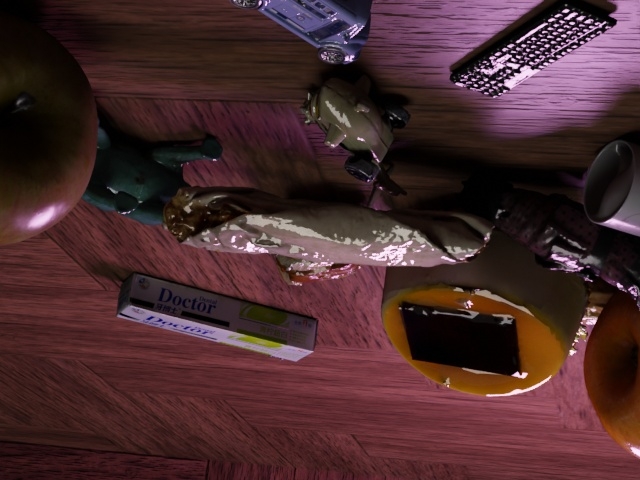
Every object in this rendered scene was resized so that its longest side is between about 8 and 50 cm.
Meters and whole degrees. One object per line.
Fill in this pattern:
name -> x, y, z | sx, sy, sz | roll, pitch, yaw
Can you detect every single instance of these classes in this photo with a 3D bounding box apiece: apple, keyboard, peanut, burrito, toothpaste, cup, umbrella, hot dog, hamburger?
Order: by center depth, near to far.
keyboard -> 0.205, -0.186, 1.323 | 0.061, 0.013, 0.204 | 17, 158, -22
apple -> -0.370, -0.115, 1.394 | 0.234, 0.256, 0.257 | -8, 155, 43
cup -> 0.383, -0.055, 1.489 | 0.133, 0.099, 0.136 | 16, 159, -20
burrito -> 0.011, -0.016, 1.567 | 0.392, 0.076, 0.117 | 5, 164, -6
umbrella -> 0.312, 0.005, 1.586 | 0.326, 0.094, 0.090 | 23, -174, 16
apple -> 0.485, 0.146, 1.694 | 0.275, 0.299, 0.299 | -6, 163, -12
hamburger -> 0.217, 0.073, 1.772 | 0.276, 0.179, 0.294 | 5, 140, 21
hot dog -> 0.000, 0.000, 1.803 | 0.146, 0.103, 0.213 | -12, 171, -7
peanut -> 0.402, 0.084, 1.871 | 0.194, 0.093, 0.083 | 4, 134, 5
toothpaste -> -0.174, 0.132, 2.272 | 0.337, 0.067, 0.081 | 16, 156, -21

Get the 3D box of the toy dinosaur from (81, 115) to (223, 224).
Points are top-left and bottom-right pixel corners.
toy dinosaur -> -0.277, -0.077, 1.727 | 0.383, 0.129, 0.331 | 21, 167, -35

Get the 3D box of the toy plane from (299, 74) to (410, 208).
toy plane -> 0.046, -0.107, 1.509 | 0.108, 0.092, 0.286 | 22, 168, 29

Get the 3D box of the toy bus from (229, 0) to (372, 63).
toy bus -> -0.009, -0.226, 1.209 | 0.167, 0.073, 0.076 | 25, 152, -38
